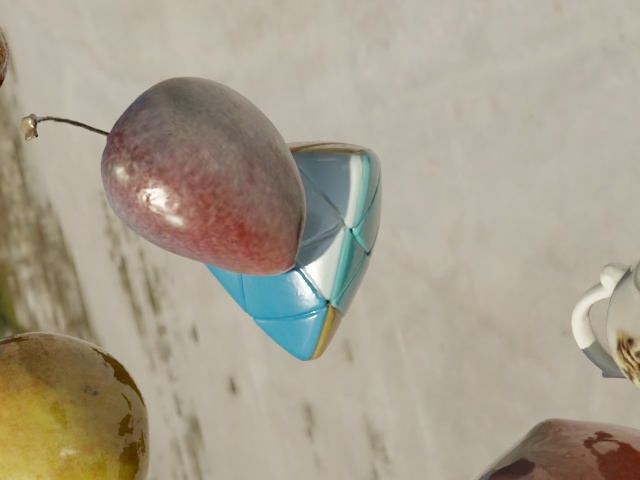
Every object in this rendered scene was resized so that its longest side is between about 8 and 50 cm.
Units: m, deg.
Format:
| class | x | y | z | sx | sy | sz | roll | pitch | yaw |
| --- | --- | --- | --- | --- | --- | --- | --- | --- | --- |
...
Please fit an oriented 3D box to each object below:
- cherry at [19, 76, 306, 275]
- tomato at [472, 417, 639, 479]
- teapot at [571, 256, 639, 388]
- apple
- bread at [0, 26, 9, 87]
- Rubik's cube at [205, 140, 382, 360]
| class | x | y | z | sx | sy | sz | roll | pitch | yaw |
| --- | --- | --- | --- | --- | --- | --- | --- | --- | --- |
| cherry | -0.077 | -0.034 | 0.945 | 0.148 | 0.115 | 0.188 | 64 | -172 | -3 |
| tomato | 0.250 | 0.317 | 1.433 | 0.321 | 0.321 | 0.321 | 167 | 90 | -78 |
| teapot | 0.347 | 0.071 | 1.375 | 0.298 | 0.204 | 0.139 | 6 | 132 | 46 |
| apple | -0.229 | 0.166 | 1.336 | 0.182 | 0.155 | 0.182 | 171 | 90 | -67 |
| bread | -0.401 | -0.116 | 1.615 | 0.271 | 0.077 | 0.139 | -60 | 37 | 24 |
| Rubik's cube | 0.000 | 0.000 | 1.611 | 0.254 | 0.254 | 0.254 | 167 | 90 | -78 |
